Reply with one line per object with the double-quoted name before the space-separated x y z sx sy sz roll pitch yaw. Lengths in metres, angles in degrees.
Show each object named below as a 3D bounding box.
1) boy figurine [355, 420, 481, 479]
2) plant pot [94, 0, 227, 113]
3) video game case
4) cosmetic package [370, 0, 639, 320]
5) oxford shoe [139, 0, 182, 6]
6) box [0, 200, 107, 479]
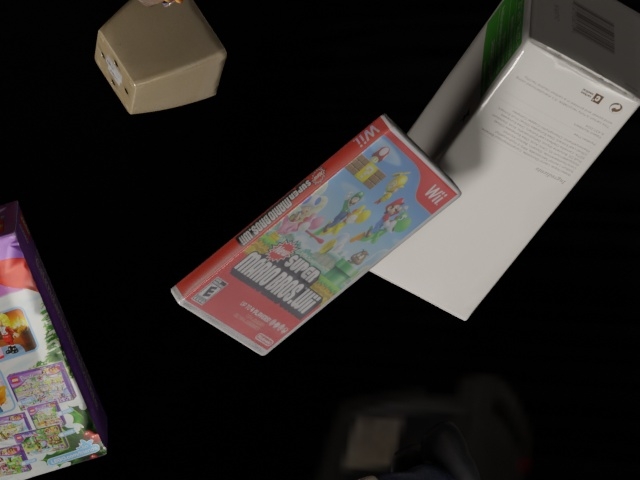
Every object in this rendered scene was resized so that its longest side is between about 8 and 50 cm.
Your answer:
"boy figurine" -0.029 0.208 1.376 0.285 0.177 0.092 -10 -109 -28
"plant pot" -0.169 -0.190 1.996 0.109 0.096 0.109 57 162 12
"video game case" 0.000 0.000 2.062 0.025 0.285 0.204 55 -172 30
"cosmetic package" 0.205 -0.111 2.231 0.365 0.155 0.197 -54 15 33
"oxford shoe" -0.106 -0.271 1.773 0.130 0.364 0.133 13 -96 -64
"box" -0.327 0.108 1.458 0.057 0.293 0.201 -103 -4 -62
